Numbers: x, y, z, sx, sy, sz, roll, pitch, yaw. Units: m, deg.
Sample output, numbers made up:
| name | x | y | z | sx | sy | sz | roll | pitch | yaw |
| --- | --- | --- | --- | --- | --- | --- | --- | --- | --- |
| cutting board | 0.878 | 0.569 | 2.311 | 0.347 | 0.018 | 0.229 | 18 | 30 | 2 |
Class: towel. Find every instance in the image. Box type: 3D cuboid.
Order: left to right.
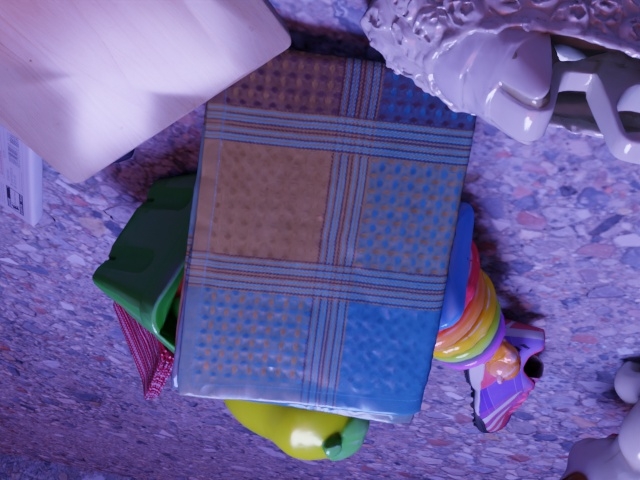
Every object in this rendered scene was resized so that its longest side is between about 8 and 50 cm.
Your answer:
| name | x | y | z | sx | sy | sz | roll | pitch | yaw |
| --- | --- | --- | --- | --- | --- | --- | --- | --- | --- |
| towel | -0.294 | 0.141 | 1.287 | 0.031 | 0.199 | 0.275 | -18 | 163 | -25 |
| towel | 0.000 | 0.000 | 0.803 | 0.271 | 0.370 | 0.040 | 8 | -166 | 0 |

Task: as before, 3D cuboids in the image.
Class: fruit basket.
| name | x | y | z | sx | sy | sz | roll | pitch | yaw |
| --- | --- | --- | --- | --- | --- | --- | --- | --- | --- |
| fruit basket | -0.064 | 0.109 | 1.017 | 0.392 | 0.283 | 0.392 | 24 | 157 | 11 |

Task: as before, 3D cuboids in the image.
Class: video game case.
| name | x | y | z | sx | sy | sz | roll | pitch | yaw |
| --- | --- | --- | --- | --- | --- | --- | --- | --- | --- |
| video game case | -0.437 | -0.131 | 0.985 | 0.206 | 0.026 | 0.227 | 34 | 149 | 0 |

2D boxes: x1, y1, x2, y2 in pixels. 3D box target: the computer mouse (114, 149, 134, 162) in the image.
| name | x | y | z | sx | sy | sz | roll | pitch | yaw |
| --- | --- | --- | --- | --- | --- | --- | --- | --- | --- |
| computer mouse | -0.260 | -0.155 | 0.809 | 0.071 | 0.041 | 0.242 | 5 | 149 | 22 |

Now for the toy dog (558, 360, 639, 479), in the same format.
| name | x | y | z | sx | sy | sz | roll | pitch | yaw |
| --- | --- | --- | --- | --- | --- | --- | --- | --- | --- |
| toy dog | 0.523 | 0.358 | 1.098 | 0.407 | 0.396 | 0.284 | -25 | 141 | 36 |

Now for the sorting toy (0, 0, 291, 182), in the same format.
| name | x | y | z | sx | sy | sz | roll | pitch | yaw |
| --- | --- | --- | --- | --- | --- | --- | --- | --- | --- |
| sorting toy | -0.202 | -0.212 | 0.670 | 0.255 | 0.089 | 0.257 | -29 | 132 | 16 |

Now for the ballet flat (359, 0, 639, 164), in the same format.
| name | x | y | z | sx | sy | sz | roll | pitch | yaw |
| --- | --- | --- | --- | --- | --- | --- | --- | --- | --- |
| ballet flat | 0.226 | -0.132 | 0.650 | 0.408 | 0.147 | 0.147 | 12 | 150 | 5 |

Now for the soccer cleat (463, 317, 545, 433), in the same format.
| name | x | y | z | sx | sy | sz | roll | pitch | yaw |
| --- | --- | --- | --- | --- | --- | --- | --- | --- | --- |
| soccer cleat | 0.293 | 0.222 | 1.237 | 0.116 | 0.109 | 0.318 | 0 | 144 | 16 |

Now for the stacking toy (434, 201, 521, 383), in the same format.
| name | x | y | z | sx | sy | sz | roll | pitch | yaw |
| --- | --- | --- | --- | --- | --- | --- | --- | --- | --- |
| stacking toy | 0.177 | 0.101 | 1.013 | 0.165 | 0.175 | 0.302 | -14 | 140 | 36 |

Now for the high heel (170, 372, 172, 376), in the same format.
| name | x | y | z | sx | sy | sz | roll | pitch | yaw |
| --- | --- | --- | --- | --- | --- | --- | --- | --- | --- |
| high heel | -0.187 | 0.213 | 1.390 | 0.181 | 0.127 | 0.377 | 5 | 153 | -4 |
